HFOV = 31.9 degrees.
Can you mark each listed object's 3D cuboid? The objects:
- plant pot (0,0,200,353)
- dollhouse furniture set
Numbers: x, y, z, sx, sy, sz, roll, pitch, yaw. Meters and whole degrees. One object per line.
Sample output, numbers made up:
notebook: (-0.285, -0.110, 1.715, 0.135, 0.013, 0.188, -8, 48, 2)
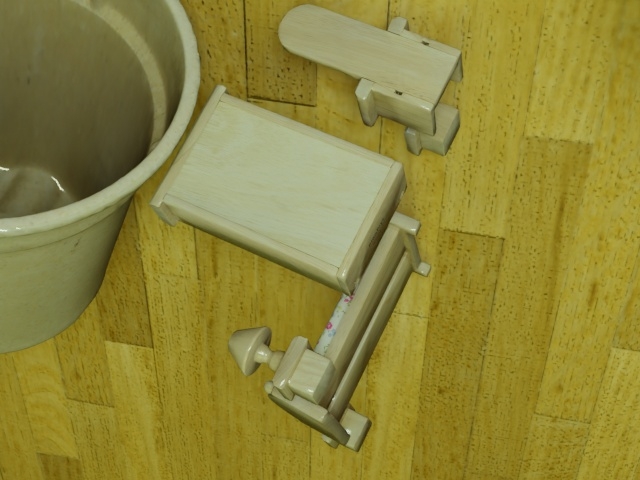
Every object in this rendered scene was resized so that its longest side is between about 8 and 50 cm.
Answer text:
plant pot: (-0.288, -0.064, 0.959, 0.333, 0.334, 0.305, 19, 144, -2)
dollhouse furniture set: (0.000, 0.000, 1.026, 0.173, 0.303, 0.355, 24, 165, 17)
